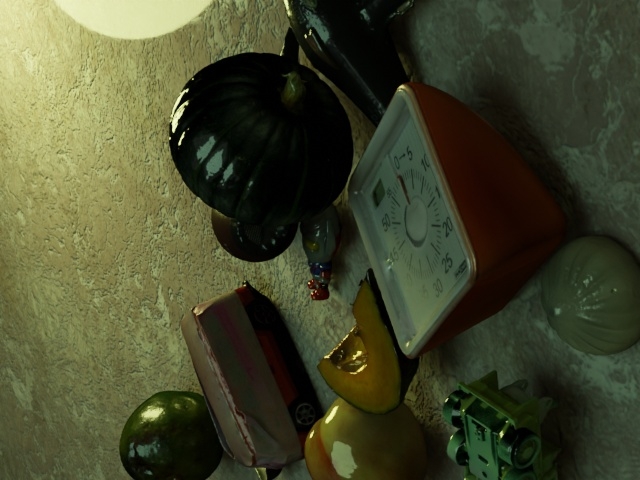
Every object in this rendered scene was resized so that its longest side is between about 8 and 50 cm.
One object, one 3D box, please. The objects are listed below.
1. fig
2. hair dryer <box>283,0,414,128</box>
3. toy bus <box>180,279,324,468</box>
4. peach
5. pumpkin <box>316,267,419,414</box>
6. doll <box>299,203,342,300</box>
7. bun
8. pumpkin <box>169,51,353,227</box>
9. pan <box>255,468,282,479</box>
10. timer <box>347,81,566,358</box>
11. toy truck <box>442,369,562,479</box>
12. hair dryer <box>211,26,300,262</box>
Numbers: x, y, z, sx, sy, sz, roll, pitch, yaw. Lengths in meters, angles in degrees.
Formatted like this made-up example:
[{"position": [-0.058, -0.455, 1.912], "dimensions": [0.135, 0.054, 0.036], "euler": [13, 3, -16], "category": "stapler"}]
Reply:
[{"position": [-0.279, 0.348, 2.361], "dimensions": [0.245, 0.195, 0.195], "euler": [-121, 29, -55], "category": "fig"}, {"position": [0.118, -0.274, 1.546], "dimensions": [0.303, 0.120, 0.359], "euler": [57, 137, 6], "category": "hair dryer"}, {"position": [-0.111, 0.226, 2.085], "dimensions": [0.302, 0.147, 0.127], "euler": [68, 153, 7], "category": "toy bus"}, {"position": [0.068, 0.304, 1.828], "dimensions": [0.184, 0.184, 0.184], "euler": [31, 131, 45], "category": "peach"}, {"position": [0.106, 0.131, 1.730], "dimensions": [0.149, 0.130, 0.254], "euler": [49, 144, 20], "category": "pumpkin"}, {"position": [-0.001, -0.001, 1.875], "dimensions": [0.104, 0.062, 0.194], "euler": [-80, -7, -52], "category": "doll"}, {"position": [0.294, 0.067, 1.442], "dimensions": [0.138, 0.094, 0.138], "euler": [27, 124, 49], "category": "bun"}, {"position": [-0.069, -0.134, 1.636], "dimensions": [0.250, 0.250, 0.216], "euler": [58, 139, 20], "category": "pumpkin"}, {"position": [-0.110, 0.312, 2.198], "dimensions": [0.128, 0.048, 0.202], "euler": [125, 124, -67], "category": "pan"}, {"position": [0.137, -0.033, 1.528], "dimensions": [0.250, 0.161, 0.257], "euler": [57, 153, 17], "category": "timer"}, {"position": [0.245, 0.282, 1.596], "dimensions": [0.128, 0.135, 0.259], "euler": [31, 137, 45], "category": "toy truck"}, {"position": [-0.079, -0.148, 1.879], "dimensions": [0.312, 0.123, 0.340], "euler": [-128, 50, -74], "category": "hair dryer"}]
